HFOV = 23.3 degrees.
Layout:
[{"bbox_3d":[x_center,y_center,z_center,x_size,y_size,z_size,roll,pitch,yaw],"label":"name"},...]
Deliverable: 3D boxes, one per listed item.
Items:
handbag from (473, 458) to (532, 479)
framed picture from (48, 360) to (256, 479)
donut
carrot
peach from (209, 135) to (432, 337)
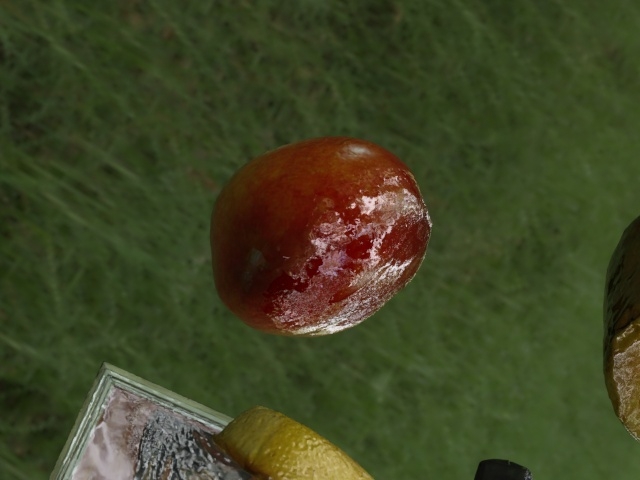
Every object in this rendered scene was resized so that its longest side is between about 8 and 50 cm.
[{"bbox_3d":[0.205,0.409,1.877,0.223,0.080,0.247,80,23,-62],"label":"handbag"},{"bbox_3d":[-0.146,0.276,1.609,0.016,0.273,0.216,150,-37,-81],"label":"framed picture"},{"bbox_3d":[-0.011,0.207,1.370,0.065,0.162,0.178,-53,143,-9],"label":"donut"},{"bbox_3d":[0.392,0.072,1.488,0.340,0.241,0.241,-63,174,-63],"label":"carrot"},{"bbox_3d":[0.000,0.000,1.918,0.275,0.248,0.245,-24,-161,28],"label":"peach"}]
